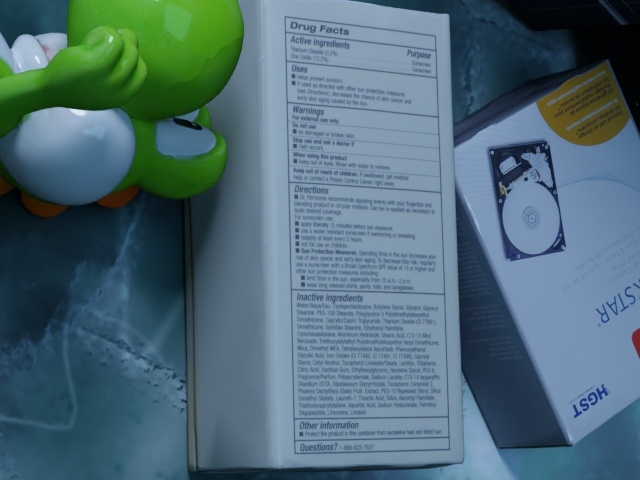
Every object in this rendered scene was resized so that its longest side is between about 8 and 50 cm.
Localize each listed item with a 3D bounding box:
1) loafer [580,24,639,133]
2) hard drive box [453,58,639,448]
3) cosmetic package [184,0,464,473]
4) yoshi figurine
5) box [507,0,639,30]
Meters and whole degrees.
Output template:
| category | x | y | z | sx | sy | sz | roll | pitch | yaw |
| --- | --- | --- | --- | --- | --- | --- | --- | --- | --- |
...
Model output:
| category | x | y | z | sx | sy | sz | roll | pitch | yaw |
| --- | --- | --- | --- | --- | --- | --- | --- | --- | --- |
| loafer | 0.249 | -0.152 | 1.563 | 0.078 | 0.080 | 0.220 | 16 | 78 | -61 |
| hard drive box | 0.172 | 0.010 | 1.471 | 0.181 | 0.089 | 0.232 | -31 | 102 | -33 |
| cosmetic package | 0.000 | 0.000 | 1.341 | 0.160 | 0.113 | 0.309 | 4 | 81 | -34 |
| yoshi figurine | -0.192 | -0.127 | 1.182 | 0.362 | 0.203 | 0.204 | 12 | 69 | -38 |
| box | 0.227 | -0.307 | 1.358 | 0.312 | 0.343 | 0.179 | 39 | 64 | -40 |
